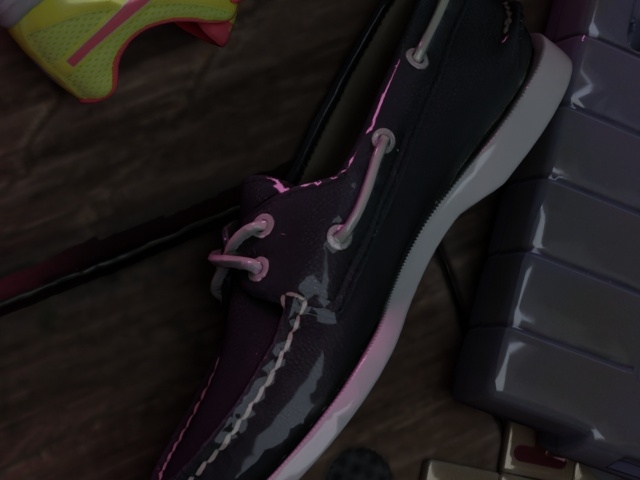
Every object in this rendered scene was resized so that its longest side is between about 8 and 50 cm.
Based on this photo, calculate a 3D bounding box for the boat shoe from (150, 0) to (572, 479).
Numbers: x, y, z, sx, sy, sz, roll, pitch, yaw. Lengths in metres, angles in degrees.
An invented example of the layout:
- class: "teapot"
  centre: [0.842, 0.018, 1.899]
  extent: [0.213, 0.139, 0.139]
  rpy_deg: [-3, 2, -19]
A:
- class: "boat shoe"
  centre: [0.000, 0.000, 0.892]
  extent: [0.091, 0.114, 0.302]
  rpy_deg: [41, 62, -15]

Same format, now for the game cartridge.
- class: "game cartridge"
  centre: [0.249, 0.034, 1.006]
  extent: [0.355, 0.068, 0.230]
  rpy_deg: [21, 80, -19]

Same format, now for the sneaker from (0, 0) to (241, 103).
- class: "sneaker"
  centre: [-0.055, -0.138, 0.898]
  extent: [0.208, 0.081, 0.094]
  rpy_deg: [-36, 107, -13]

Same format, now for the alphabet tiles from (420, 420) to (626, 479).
- class: "alphabet tiles"
  centre: [0.127, 0.202, 0.978]
  extent: [0.198, 0.009, 0.237]
  rpy_deg: [13, 82, -20]
